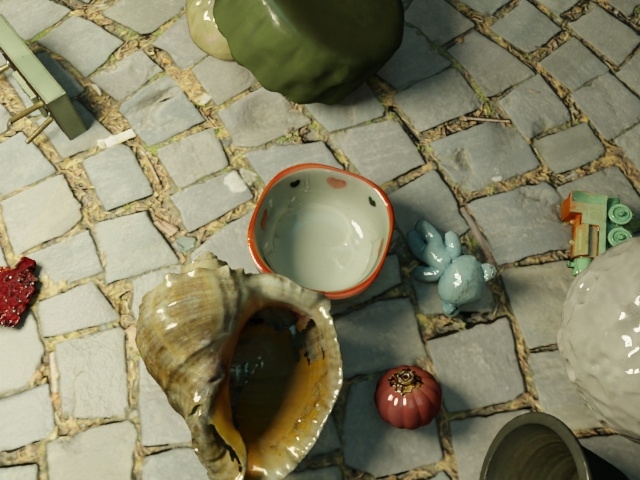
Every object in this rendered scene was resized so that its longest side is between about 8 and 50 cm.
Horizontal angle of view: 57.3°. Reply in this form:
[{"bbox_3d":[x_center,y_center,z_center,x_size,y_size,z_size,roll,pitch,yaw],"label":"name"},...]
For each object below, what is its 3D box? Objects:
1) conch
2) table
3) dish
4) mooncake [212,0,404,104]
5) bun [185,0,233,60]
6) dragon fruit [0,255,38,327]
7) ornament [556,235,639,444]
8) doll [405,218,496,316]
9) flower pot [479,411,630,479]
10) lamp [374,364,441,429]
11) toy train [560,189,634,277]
[{"bbox_3d":[-0.120,0.185,0.901,0.297,0.210,0.352,-9,89,-7],"label":"conch"},{"bbox_3d":[-0.576,-0.295,1.123,0.111,0.121,0.240,-38,73,-17],"label":"table"},{"bbox_3d":[0.000,0.000,1.021,0.256,0.117,0.256,1,66,-2],"label":"dish"},{"bbox_3d":[-0.024,-0.439,1.116,0.356,0.194,0.356,13,65,-29],"label":"mooncake"},{"bbox_3d":[-0.191,-0.480,1.217,0.178,0.128,0.193,-9,65,-5],"label":"bun"},{"bbox_3d":[-0.550,0.084,1.007,0.097,0.063,0.131,29,64,-25],"label":"dragon fruit"},{"bbox_3d":[0.535,0.146,0.867,0.337,0.337,0.337,1,67,-2],"label":"ornament"},{"bbox_3d":[0.226,0.042,1.048,0.120,0.075,0.180,-50,49,18],"label":"doll"},{"bbox_3d":[0.351,0.380,0.839,0.148,0.235,0.235,20,66,-16],"label":"flower pot"},{"bbox_3d":[0.139,0.249,0.932,0.107,0.092,0.107,-6,33,4],"label":"lamp"},{"bbox_3d":[0.503,0.000,1.073,0.118,0.074,0.176,8,71,12],"label":"toy train"}]
